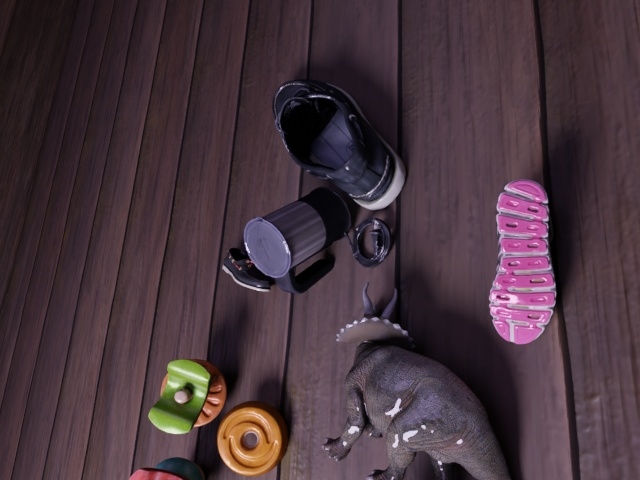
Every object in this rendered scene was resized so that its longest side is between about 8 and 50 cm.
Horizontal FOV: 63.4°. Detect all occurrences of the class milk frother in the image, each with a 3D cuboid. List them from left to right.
[{"bbox_3d":[0.000,0.000,0.696,0.143,0.135,0.129,-15,103,46],"label":"milk frother"}]

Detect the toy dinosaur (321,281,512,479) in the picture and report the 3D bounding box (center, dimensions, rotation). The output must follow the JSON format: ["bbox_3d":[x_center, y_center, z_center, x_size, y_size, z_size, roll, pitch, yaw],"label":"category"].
[{"bbox_3d":[0.097,0.181,0.551,0.313,0.121,0.160,36,114,49],"label":"toy dinosaur"}]

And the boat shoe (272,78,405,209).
[{"bbox_3d":[-0.008,-0.172,0.787,0.127,0.113,0.340,-49,47,20],"label":"boat shoe"}]

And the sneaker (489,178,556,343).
[{"bbox_3d":[0.214,0.021,0.542,0.063,0.075,0.170,1,98,27],"label":"sneaker"}]

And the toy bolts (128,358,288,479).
[{"bbox_3d":[-0.167,0.314,0.784,0.218,0.158,0.228,22,78,6],"label":"toy bolts"}]

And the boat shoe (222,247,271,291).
[{"bbox_3d":[-0.122,0.048,0.861,0.133,0.049,0.042,30,104,50],"label":"boat shoe"}]
